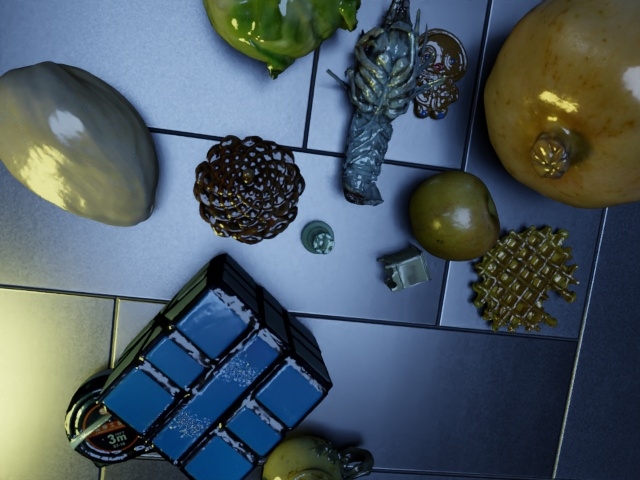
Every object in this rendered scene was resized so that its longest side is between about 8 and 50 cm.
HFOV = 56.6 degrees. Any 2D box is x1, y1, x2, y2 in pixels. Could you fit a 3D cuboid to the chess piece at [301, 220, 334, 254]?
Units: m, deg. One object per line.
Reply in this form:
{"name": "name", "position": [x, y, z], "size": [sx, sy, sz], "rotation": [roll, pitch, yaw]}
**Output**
{"name": "chess piece", "position": [0.000, 0.000, 1.160], "size": [0.067, 0.103, 0.067], "rotation": [-1, 99, -8]}

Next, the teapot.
{"name": "teapot", "position": [-0.015, 0.489, 1.192], "size": [0.269, 0.182, 0.173], "rotation": [-16, 99, -6]}

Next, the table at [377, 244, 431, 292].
{"name": "table", "position": [0.168, 0.056, 1.204], "size": [0.083, 0.079, 0.063], "rotation": [-20, 102, -3]}

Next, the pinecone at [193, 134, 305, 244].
{"name": "pinecone", "position": [-0.128, -0.090, 1.085], "size": [0.207, 0.208, 0.208], "rotation": [-1, 99, -8]}

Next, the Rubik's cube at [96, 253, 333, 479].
{"name": "Rubik's cube", "position": [-0.181, 0.226, 1.078], "size": [0.283, 0.293, 0.288], "rotation": [44, 89, -14]}

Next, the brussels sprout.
{"name": "brussels sprout", "position": [-0.068, -0.434, 1.021], "size": [0.294, 0.227, 0.259], "rotation": [38, 98, -24]}

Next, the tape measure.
{"name": "tape measure", "position": [-0.396, 0.341, 1.157], "size": [0.181, 0.107, 0.181], "rotation": [-13, 103, -6]}

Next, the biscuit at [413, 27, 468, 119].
{"name": "biscuit", "position": [0.231, -0.330, 1.182], "size": [0.124, 0.026, 0.175], "rotation": [3, 98, -8]}

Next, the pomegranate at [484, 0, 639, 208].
{"name": "pomegranate", "position": [0.482, -0.240, 1.042], "size": [0.410, 0.411, 0.412], "rotation": [-1, 99, -8]}

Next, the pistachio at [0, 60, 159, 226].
{"name": "pistachio", "position": [-0.408, -0.159, 1.028], "size": [0.332, 0.207, 0.226], "rotation": [46, 68, -25]}

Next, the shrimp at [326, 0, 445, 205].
{"name": "shrimp", "position": [0.112, -0.274, 1.116], "size": [0.221, 0.166, 0.411], "rotation": [12, 109, -12]}

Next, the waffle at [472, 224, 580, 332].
{"name": "waffle", "position": [0.433, 0.083, 1.260], "size": [0.231, 0.051, 0.229], "rotation": [-7, 100, -6]}

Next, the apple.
{"name": "apple", "position": [0.259, -0.046, 1.161], "size": [0.155, 0.182, 0.183], "rotation": [-18, 102, 25]}
